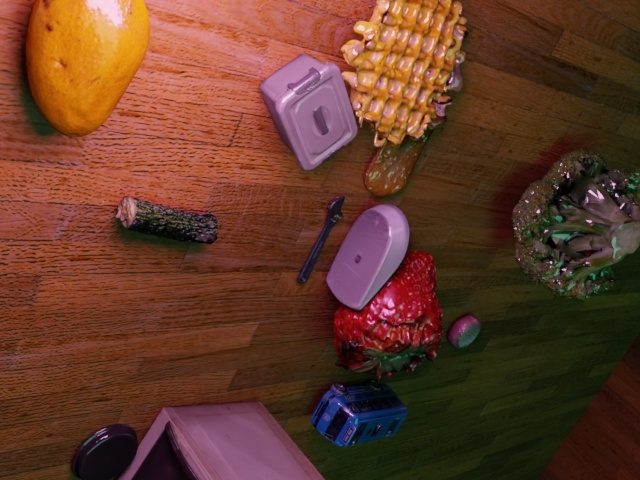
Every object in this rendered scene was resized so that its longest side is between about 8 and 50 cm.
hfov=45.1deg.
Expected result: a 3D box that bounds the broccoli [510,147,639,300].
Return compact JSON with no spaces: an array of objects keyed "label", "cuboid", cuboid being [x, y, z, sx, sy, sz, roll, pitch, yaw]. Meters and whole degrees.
[{"label":"broccoli","cuboid":[0.649,-0.034,1.917,0.413,0.310,0.321,0,138,-21]}]

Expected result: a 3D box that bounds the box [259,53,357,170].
[{"label":"box","cuboid":[-0.023,-0.213,1.248,0.124,0.093,0.172,-37,142,-12]}]

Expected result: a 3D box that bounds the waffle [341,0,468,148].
[{"label":"waffle","cuboid":[0.151,-0.301,1.336,0.329,0.062,0.329,-29,133,-37]}]

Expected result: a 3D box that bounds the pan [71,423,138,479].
[{"label":"pan","cuboid":[-0.434,0.457,1.509,0.136,0.028,0.235,4,120,-46]}]

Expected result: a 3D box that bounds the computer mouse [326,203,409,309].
[{"label":"computer mouse","cuboid":[0.102,0.033,1.576,0.079,0.128,0.231,14,114,-44]}]

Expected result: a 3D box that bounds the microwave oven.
[{"label":"microwave oven","cuboid":[-0.173,0.548,1.546,0.333,0.394,0.247,11,115,-49]}]

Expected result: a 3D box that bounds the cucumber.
[{"label":"cucumber","cuboid":[-0.241,-0.030,1.235,0.187,0.058,0.058,14,113,-52]}]

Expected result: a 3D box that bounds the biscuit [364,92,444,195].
[{"label":"biscuit","cuboid":[0.164,-0.196,1.509,0.118,0.029,0.247,8,118,-41]}]

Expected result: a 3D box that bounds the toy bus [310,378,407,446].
[{"label":"toy bus","cuboid":[0.100,0.437,1.939,0.246,0.134,0.114,6,119,-49]}]

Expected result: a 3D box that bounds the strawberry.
[{"label":"strawberry","cuboid":[0.146,0.161,1.686,0.261,0.258,0.261,-7,151,-4]}]

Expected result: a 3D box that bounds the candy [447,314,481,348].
[{"label":"candy","cuboid":[0.401,0.253,2.148,0.103,0.043,0.103,-27,142,-24]}]

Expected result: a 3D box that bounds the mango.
[{"label":"mango","cuboid":[-0.287,-0.230,0.954,0.147,0.109,0.227,-14,133,-40]}]

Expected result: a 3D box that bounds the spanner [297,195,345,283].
[{"label":"spanner","cuboid":[0.000,0.000,1.538,0.046,0.012,0.209,3,122,-46]}]
